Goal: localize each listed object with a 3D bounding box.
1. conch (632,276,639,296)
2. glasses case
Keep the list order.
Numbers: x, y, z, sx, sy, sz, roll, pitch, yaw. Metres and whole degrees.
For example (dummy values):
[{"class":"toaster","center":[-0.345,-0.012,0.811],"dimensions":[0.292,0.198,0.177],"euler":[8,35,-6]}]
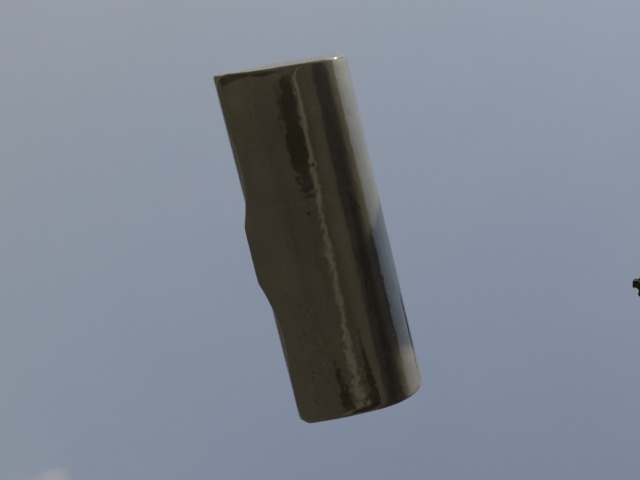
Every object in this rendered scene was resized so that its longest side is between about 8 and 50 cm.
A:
[{"class":"conch","center":[0.366,0.039,1.159],"dimensions":[0.095,0.200,0.080],"euler":[48,-40,25]},{"class":"glasses case","center":[-0.001,-0.001,0.691],"dimensions":[0.042,0.072,0.191],"euler":[-69,146,-77]}]
